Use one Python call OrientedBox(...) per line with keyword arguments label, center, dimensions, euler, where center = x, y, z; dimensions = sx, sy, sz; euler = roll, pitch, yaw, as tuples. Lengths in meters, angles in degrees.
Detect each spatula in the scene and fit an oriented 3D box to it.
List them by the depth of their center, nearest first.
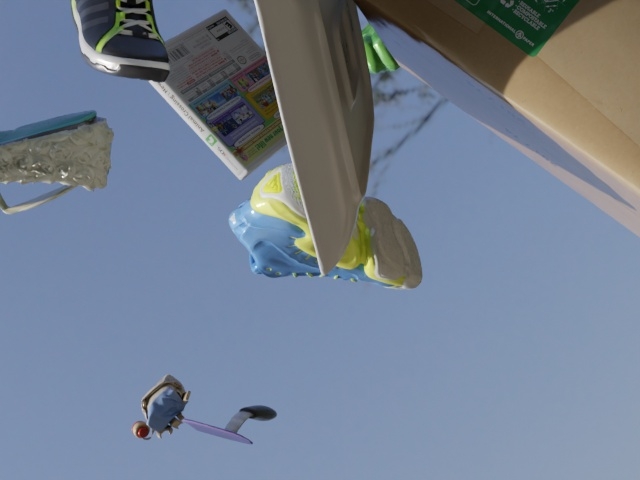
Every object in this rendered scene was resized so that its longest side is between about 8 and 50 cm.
OrientedBox(label="spatula", center=(-0.104, 0.239, 1.731), dimensions=(0.296, 0.084, 0.030), euler=(2, -79, -76))

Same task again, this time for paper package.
OrientedBox(label="paper package", center=(0.216, -0.163, 1.140), dimensions=(0.168, 0.325, 0.309), euler=(-52, -14, 3))

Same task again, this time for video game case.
OrientedBox(label="video game case", center=(-0.112, -0.189, 1.655), dimensions=(0.023, 0.193, 0.212), euler=(-42, 1, 36))

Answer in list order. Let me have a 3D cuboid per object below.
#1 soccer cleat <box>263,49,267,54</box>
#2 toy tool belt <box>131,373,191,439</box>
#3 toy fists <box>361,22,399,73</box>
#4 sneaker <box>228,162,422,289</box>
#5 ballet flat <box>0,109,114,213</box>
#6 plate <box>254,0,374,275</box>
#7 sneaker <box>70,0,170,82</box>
OrientedBox(label="soccer cleat", center=(-0.058, -0.279, 2.181), dimensions=(0.318, 0.109, 0.116), euler=(-51, -48, -5))
OrientedBox(label="toy tool belt", center=(-0.182, 0.199, 1.505), dimensions=(0.052, 0.051, 0.083), euler=(37, -92, -33))
OrientedBox(label="toy fists", center=(0.178, -0.396, 2.332), dimensions=(0.279, 0.142, 0.096), euler=(-37, -67, -7))
OrientedBox(label="sneaker", center=(0.000, 0.000, 1.390), dimensions=(0.126, 0.091, 0.240), euler=(-26, -43, 31))
OrientedBox(label="ballet flat", center=(-0.502, -0.096, 1.934), dimensions=(0.409, 0.147, 0.147), euler=(-8, -30, 3))
OrientedBox(label="plate", center=(0.004, -0.157, 1.113), dimensions=(0.278, 0.045, 0.277), euler=(-81, -20, -57))
OrientedBox(label="sneaker", center=(-0.221, -0.252, 1.423), dimensions=(0.084, 0.234, 0.097), euler=(3, -60, -31))
